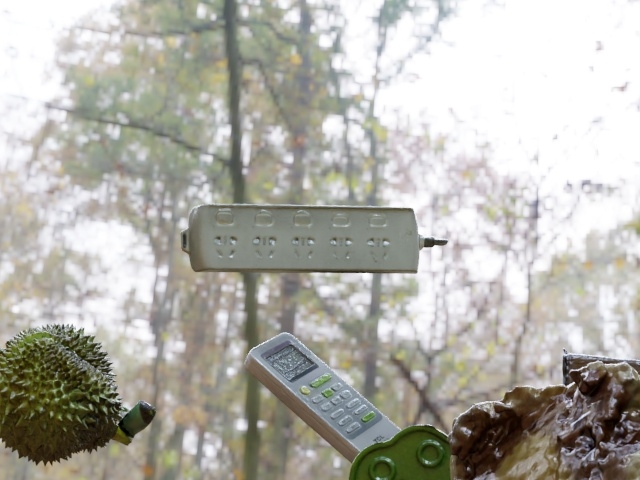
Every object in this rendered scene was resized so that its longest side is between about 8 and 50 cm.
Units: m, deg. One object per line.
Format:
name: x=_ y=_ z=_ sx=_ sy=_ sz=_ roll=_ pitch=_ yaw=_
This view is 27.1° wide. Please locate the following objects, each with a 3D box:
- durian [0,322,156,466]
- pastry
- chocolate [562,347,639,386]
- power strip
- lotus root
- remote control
durian: x=-0.307 y=0.179 z=1.540 sx=0.146 sy=0.159 sz=0.198 roll=-36 pitch=-22 yaw=9
pastry: x=0.223 y=0.243 z=1.103 sx=0.170 sy=0.237 sz=0.256 roll=28 pitch=-36 yaw=-30
chocolate: x=0.306 y=0.268 z=1.349 sx=0.111 sy=0.321 sz=0.112 roll=-3 pitch=-29 yaw=13
power strip: x=0.000 y=0.000 z=1.204 sx=0.252 sy=0.060 sz=0.027 roll=0 pitch=-11 yaw=-15
lotus root: x=0.113 y=0.290 z=1.421 sx=0.186 sy=0.186 sz=0.186 roll=4 pitch=-24 yaw=2
remote control: x=0.008 y=0.230 z=1.891 sx=0.103 sy=0.250 sz=0.034 roll=-23 pitch=-33 yaw=-51
